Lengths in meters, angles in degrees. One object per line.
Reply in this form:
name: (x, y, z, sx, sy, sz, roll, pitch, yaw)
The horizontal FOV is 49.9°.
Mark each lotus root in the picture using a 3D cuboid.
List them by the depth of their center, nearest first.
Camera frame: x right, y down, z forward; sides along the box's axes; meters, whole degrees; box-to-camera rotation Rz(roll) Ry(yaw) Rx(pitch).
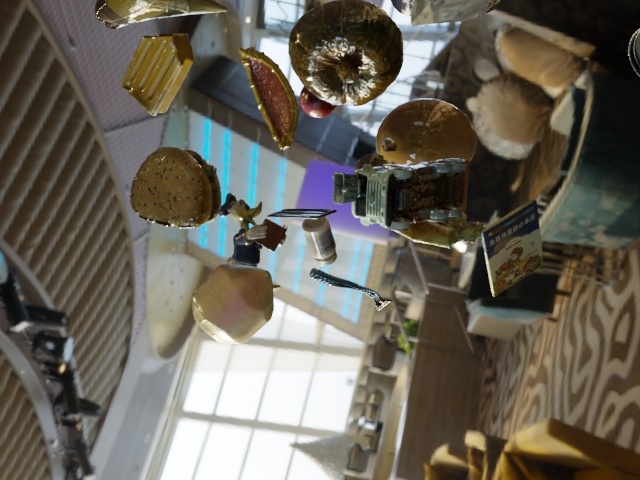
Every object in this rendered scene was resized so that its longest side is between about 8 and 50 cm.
lotus root: (0.189, -0.263, 1.885, 0.083, 0.037, 0.030, -96, 7, -71)

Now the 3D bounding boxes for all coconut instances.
coconut: (-0.181, 0.126, 1.483, 0.183, 0.171, 0.171, -48, -7, -1)

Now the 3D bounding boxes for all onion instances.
onion: (-0.007, -0.467, 2.268, 0.131, 0.131, 0.131, 13, -90, -84)

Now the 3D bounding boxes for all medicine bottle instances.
medicine bottle: (0.000, 0.000, 2.587, 0.102, 0.103, 0.186, -71, -28, -45)

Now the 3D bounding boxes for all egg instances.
egg: (0.378, -0.351, 2.432, 0.301, 0.374, 0.301, 169, 90, -70)

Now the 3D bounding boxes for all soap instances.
soap: (-0.491, -0.530, 2.101, 0.257, 0.160, 0.080, -50, -8, 30)

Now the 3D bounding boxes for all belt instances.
belt: (0.255, -0.520, 1.363, 0.126, 0.231, 0.139, 87, -179, -69)

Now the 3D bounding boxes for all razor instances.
razor: (0.084, 0.138, 2.024, 0.082, 0.253, 0.042, 131, 156, -54)

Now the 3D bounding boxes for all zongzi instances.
zongzi: (-0.480, -0.691, 2.054, 0.289, 0.318, 0.154, -26, 46, 47)

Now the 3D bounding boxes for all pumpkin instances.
pumpkin: (0.062, -0.411, 1.542, 0.260, 0.260, 0.189, 95, 174, -55)

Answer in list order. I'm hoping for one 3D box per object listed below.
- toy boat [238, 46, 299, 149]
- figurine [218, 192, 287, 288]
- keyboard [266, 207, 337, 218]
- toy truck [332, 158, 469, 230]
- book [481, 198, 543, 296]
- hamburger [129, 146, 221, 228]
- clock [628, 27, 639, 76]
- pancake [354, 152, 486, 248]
toy boat: (-0.133, -0.401, 1.917, 0.099, 0.141, 0.318, -12, -104, -49)
figurine: (-0.229, -0.008, 2.118, 0.283, 0.205, 0.338, -39, 66, 40)
keyboard: (-0.046, -0.064, 1.639, 0.067, 0.202, 0.011, -21, -75, -35)
toy truck: (0.174, -0.112, 1.525, 0.338, 0.184, 0.133, -13, -70, -43)
book: (0.665, 0.031, 2.368, 0.018, 0.228, 0.322, 47, 164, 47)
hamburger: (-0.513, -0.196, 2.473, 0.195, 0.318, 0.276, -20, -60, -71)
clock: (0.788, -0.419, 1.547, 0.040, 0.184, 0.184, -44, -18, -18)
pancake: (0.247, -0.117, 1.808, 0.426, 0.305, 0.067, -106, 13, -53)
